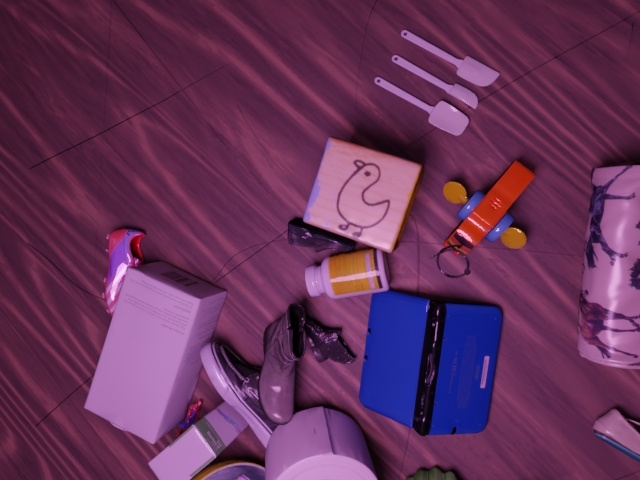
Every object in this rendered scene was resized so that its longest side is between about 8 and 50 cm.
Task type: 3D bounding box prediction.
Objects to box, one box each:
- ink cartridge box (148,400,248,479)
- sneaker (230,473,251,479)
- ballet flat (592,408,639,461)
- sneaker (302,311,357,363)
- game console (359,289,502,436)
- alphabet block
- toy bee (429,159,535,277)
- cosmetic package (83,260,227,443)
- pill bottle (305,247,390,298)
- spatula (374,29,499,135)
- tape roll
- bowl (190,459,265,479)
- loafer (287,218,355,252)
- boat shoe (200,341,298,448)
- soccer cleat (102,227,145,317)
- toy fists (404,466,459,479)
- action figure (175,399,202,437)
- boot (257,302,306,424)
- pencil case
[{"bbox_3d":[-0.274,0.475,1.084,0.154,0.212,0.093,-43,82,11],"label":"ink cartridge box"},{"bbox_3d":[-0.147,0.663,1.008,0.102,0.161,0.282,-11,102,53],"label":"sneaker"},{"bbox_3d":[0.687,0.437,0.925,0.248,0.086,0.086,36,99,11],"label":"ballet flat"},{"bbox_3d":[0.012,0.227,1.093,0.089,0.051,0.170,-26,90,13],"label":"sneaker"},{"bbox_3d":[0.249,0.271,1.048,0.250,0.173,0.293,6,94,-18],"label":"game console"},{"bbox_3d":[0.099,-0.095,0.987,0.197,0.193,0.193,19,98,12],"label":"alphabet block"},{"bbox_3d":[0.321,-0.039,0.974,0.298,0.162,0.195,-26,77,-12],"label":"toy bee"},{"bbox_3d":[-0.411,0.273,1.144,0.217,0.156,0.385,23,98,12],"label":"cosmetic package"},{"bbox_3d":[0.063,0.079,1.046,0.184,0.103,0.103,-11,89,13],"label":"pill bottle"},{"bbox_3d":[0.253,-0.362,1.030,0.242,0.019,0.168,33,100,10],"label":"spatula"},{"bbox_3d":[-0.001,0.525,1.003,0.246,0.169,0.246,-1,103,-6],"label":"tape roll"},{"bbox_3d":[-0.243,0.664,1.096,0.156,0.289,0.290,-9,89,57],"label":"bowl"},{"bbox_3d":[0.000,0.000,1.089,0.170,0.062,0.061,19,118,16],"label":"loafer"},{"bbox_3d":[-0.153,0.366,1.114,0.119,0.121,0.335,-39,94,4],"label":"boat shoe"},{"bbox_3d":[-0.513,0.092,1.201,0.095,0.083,0.248,0,89,9],"label":"soccer cleat"},{"bbox_3d":[0.205,0.626,1.035,0.279,0.096,0.142,-34,83,14],"label":"toy fists"},{"bbox_3d":[-0.340,0.466,1.191,0.030,0.038,0.115,33,101,33],"label":"action figure"},{"bbox_3d":[-0.081,0.276,1.020,0.083,0.161,0.247,7,62,-22],"label":"boot"},{"bbox_3d":[0.616,0.037,0.884,0.183,0.160,0.411,3,93,4],"label":"pencil case"}]
